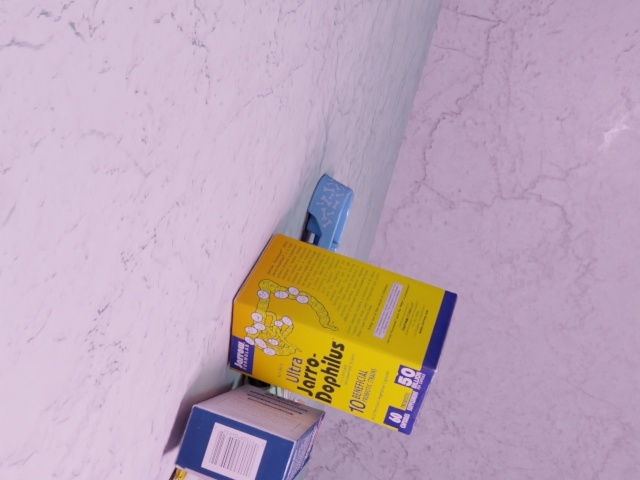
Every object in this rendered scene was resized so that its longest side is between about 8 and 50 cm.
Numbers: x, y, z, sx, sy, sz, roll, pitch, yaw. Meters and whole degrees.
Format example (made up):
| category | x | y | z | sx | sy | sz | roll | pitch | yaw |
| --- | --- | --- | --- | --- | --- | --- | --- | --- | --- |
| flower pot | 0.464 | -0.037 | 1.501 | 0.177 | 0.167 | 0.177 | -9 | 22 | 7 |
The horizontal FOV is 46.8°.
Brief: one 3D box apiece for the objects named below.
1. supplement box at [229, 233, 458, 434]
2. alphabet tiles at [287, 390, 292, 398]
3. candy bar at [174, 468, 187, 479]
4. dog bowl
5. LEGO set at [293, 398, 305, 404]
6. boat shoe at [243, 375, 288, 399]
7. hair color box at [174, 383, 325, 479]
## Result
| category | x | y | z | sx | sy | sz | roll | pitch | yaw |
| --- | --- | --- | --- | --- | --- | --- | --- | --- | --- |
| supplement box | 0.038 | 0.166 | 1.334 | 0.195 | 0.357 | 0.194 | -62 | 166 | -46 |
| alphabet tiles | -0.073 | 0.387 | 2.201 | 0.278 | 0.021 | 0.284 | 85 | 26 | -68 |
| candy bar | -0.217 | 0.353 | 1.269 | 0.040 | 0.018 | 0.161 | 97 | 13 | -54 |
| dog bowl | 0.000 | 0.000 | 1.689 | 0.166 | 0.074 | 0.297 | 13 | 95 | -81 |
| LEGO set | -0.081 | 0.620 | 2.343 | 0.287 | 0.107 | 0.132 | -40 | 148 | -73 |
| boat shoe | -0.123 | 0.301 | 1.535 | 0.094 | 0.109 | 0.302 | -8 | 108 | -63 |
| hair color box | -0.107 | 0.339 | 1.280 | 0.347 | 0.174 | 0.105 | 32 | 76 | -80 |
